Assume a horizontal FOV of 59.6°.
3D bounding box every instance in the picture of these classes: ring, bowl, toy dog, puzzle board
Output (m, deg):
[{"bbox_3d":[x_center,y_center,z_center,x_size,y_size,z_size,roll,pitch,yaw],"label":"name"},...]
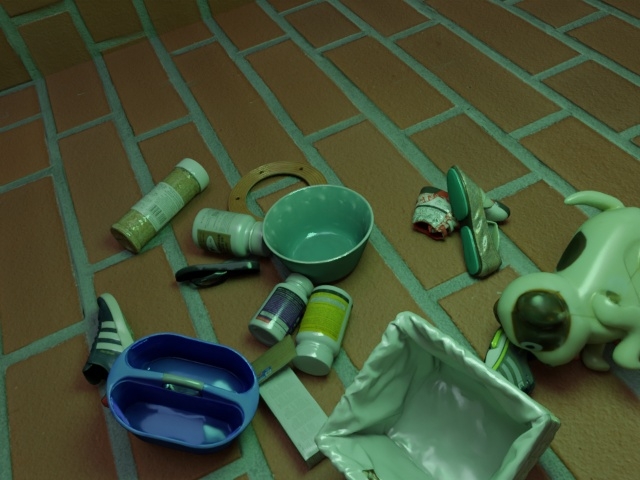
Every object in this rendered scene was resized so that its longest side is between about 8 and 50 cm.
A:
[{"bbox_3d":[-0.137,-0.142,1.843,0.337,0.032,0.336,-5,49,5],"label":"ring"},{"bbox_3d":[0.000,0.000,1.599,0.312,0.163,0.311,-5,47,5],"label":"bowl"},{"bbox_3d":[0.601,0.117,1.256,0.408,0.284,0.395,-29,93,-7],"label":"toy dog"},{"bbox_3d":[-0.116,0.296,1.378,0.128,0.011,0.096,-38,25,2],"label":"puzzle board"}]

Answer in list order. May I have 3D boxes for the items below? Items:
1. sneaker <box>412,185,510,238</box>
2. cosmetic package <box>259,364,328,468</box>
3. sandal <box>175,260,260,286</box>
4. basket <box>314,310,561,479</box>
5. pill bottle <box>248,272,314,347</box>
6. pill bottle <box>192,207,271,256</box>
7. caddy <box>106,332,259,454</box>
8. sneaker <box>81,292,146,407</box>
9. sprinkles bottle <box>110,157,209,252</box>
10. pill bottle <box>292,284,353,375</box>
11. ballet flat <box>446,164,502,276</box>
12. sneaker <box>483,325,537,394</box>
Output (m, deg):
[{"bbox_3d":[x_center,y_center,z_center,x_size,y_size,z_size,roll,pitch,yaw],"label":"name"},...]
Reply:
[{"bbox_3d":[0.405,-0.060,1.636,0.270,0.090,0.145,15,64,16],"label":"sneaker"},{"bbox_3d":[-0.056,0.408,1.323,0.099,0.060,0.239,-30,50,-18],"label":"cosmetic package"},{"bbox_3d":[-0.303,0.101,1.627,0.255,0.097,0.054,-7,75,6],"label":"sandal"},{"bbox_3d":[0.237,0.369,1.089,0.328,0.266,0.331,36,94,34],"label":"basket"},{"bbox_3d":[-0.099,0.183,1.498,0.108,0.108,0.193,19,55,25],"label":"pill bottle"},{"bbox_3d":[-0.259,-0.019,1.690,0.229,0.131,0.131,10,52,19],"label":"pill bottle"},{"bbox_3d":[-0.313,0.352,1.288,0.341,0.179,0.241,13,56,-2],"label":"caddy"},{"bbox_3d":[-0.567,0.287,1.480,0.148,0.131,0.350,-25,49,-17],"label":"sneaker"},{"bbox_3d":[-0.522,-0.120,1.835,0.121,0.121,0.355,22,57,27],"label":"sprinkles bottle"},{"bbox_3d":[0.004,0.229,1.430,0.119,0.119,0.208,7,50,16],"label":"pill bottle"},{"bbox_3d":[0.431,-0.060,1.547,0.106,0.107,0.316,-11,88,-13],"label":"ballet flat"},{"bbox_3d":[0.418,0.335,1.271,0.121,0.111,0.300,18,56,20],"label":"sneaker"}]
